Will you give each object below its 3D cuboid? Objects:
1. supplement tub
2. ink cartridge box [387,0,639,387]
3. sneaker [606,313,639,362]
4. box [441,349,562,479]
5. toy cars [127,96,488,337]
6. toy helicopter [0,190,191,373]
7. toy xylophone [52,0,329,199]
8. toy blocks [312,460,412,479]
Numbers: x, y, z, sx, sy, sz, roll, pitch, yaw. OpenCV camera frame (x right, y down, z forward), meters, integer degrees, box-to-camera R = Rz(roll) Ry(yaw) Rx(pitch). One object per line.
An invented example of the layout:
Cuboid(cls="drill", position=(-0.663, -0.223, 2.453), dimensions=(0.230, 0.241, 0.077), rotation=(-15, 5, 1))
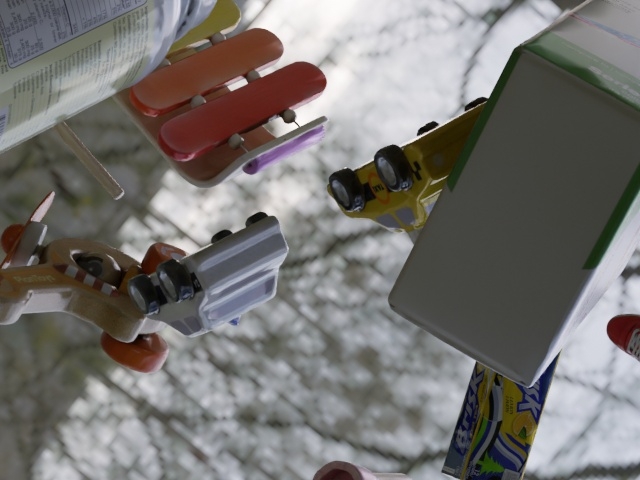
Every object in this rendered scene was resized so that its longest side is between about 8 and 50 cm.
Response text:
Cuboid(cls="supplement tub", position=(-0.262, -0.199, 1.585), dimensions=(0.325, 0.235, 0.235), rotation=(-33, -178, -36))
Cuboid(cls="ink cartridge box", position=(0.175, -0.047, 1.365), dimensions=(0.201, 0.117, 0.278), rotation=(-64, 168, 23))
Cuboid(cls="sneaker", position=(0.289, 0.101, 1.736), dimensions=(0.067, 0.118, 0.042), rotation=(-10, 121, -49))
Cuboid(cls="box", position=(0.159, 0.129, 1.678), dimensions=(0.059, 0.054, 0.169), rotation=(180, -72, -76))
Cuboid(cls="toy cars", position=(0.000, 0.000, 1.563), dimensions=(0.394, 0.087, 0.176), rotation=(-27, -178, 27))
Cuboid(cls="toy helicopter", position=(-0.307, 0.041, 2.269), dimensions=(0.140, 0.235, 0.355), rotation=(-60, 157, 16))
Cuboid(cls="toy xylophone", position=(-0.154, -0.160, 1.784), dimensions=(0.236, 0.323, 0.081), rotation=(-39, 167, -44))
Cuboid(cls="toy blocks", position=(-0.019, 0.413, 1.959), dimensions=(0.309, 0.288, 0.260), rotation=(-44, 151, 23))
